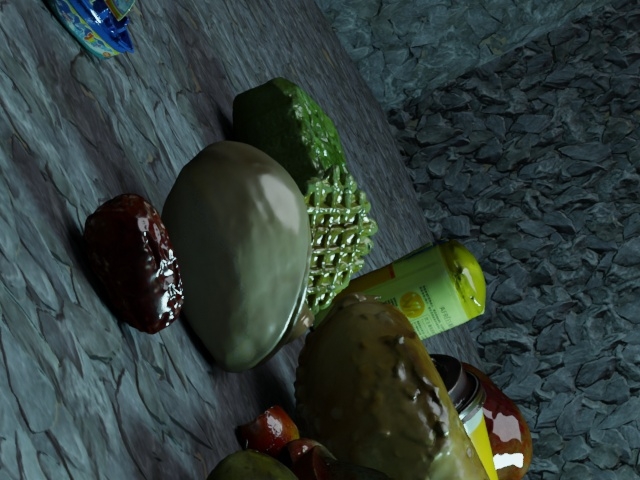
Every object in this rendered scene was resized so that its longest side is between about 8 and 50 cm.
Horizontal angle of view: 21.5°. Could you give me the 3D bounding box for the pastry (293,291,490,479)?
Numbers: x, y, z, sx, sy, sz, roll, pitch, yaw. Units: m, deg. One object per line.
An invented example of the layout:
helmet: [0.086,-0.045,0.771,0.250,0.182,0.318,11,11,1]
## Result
pastry: [0.066,0.223,1.857,0.315,0.184,0.284,64,2,24]

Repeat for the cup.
cup: [0.140,0.296,2.127,0.196,0.196,0.279,-87,160,-71]

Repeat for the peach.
peach: [-0.051,0.197,1.712,0.083,0.050,0.077,52,13,-37]

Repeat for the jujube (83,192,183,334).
jujube: [-0.164,0.023,1.487,0.077,0.077,0.129,-93,167,-67]

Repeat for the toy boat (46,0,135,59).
toy boat: [-0.227,-0.264,1.770,0.175,0.110,0.091,41,24,-63]

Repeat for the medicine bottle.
medicine bottle: [0.109,0.086,2.299,0.124,0.239,0.124,-25,90,-84]

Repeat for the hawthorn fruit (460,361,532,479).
hawthorn fruit: [0.168,0.255,2.321,0.248,0.208,0.208,59,9,5]

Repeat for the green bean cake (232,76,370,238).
green bean cake: [-0.030,-0.095,2.358,0.248,0.125,0.222,69,11,24]

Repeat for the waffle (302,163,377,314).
waffle: [0.000,0.000,2.196,0.036,0.183,0.169,17,-30,44]

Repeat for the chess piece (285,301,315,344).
chess piece: [-0.065,0.060,1.969,0.122,0.066,0.066,55,11,-16]

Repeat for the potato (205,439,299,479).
potato: [-0.021,0.286,1.430,0.251,0.113,0.149,67,10,14]

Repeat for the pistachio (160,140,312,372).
pistachio: [-0.087,0.017,1.722,0.138,0.153,0.237,-15,106,-71]

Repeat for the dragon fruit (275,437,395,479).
dragon fruit: [0.039,0.324,1.619,0.268,0.130,0.295,53,15,-80]
